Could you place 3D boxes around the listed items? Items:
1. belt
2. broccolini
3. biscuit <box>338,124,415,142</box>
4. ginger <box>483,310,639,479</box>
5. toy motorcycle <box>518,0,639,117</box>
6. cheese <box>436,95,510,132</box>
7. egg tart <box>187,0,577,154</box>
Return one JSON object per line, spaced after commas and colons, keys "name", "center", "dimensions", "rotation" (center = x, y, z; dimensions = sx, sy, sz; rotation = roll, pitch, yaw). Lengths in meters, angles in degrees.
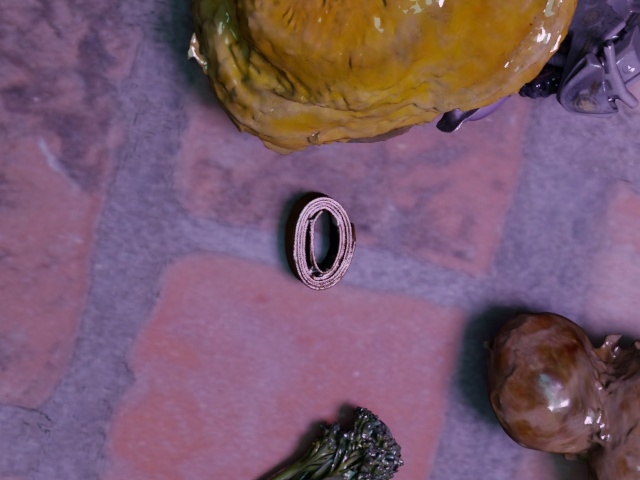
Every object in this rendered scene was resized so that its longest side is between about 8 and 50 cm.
{"name": "belt", "center": [0.000, 0.000, 1.573], "dimensions": [0.059, 0.036, 0.083], "rotation": [-1, 101, -16]}
{"name": "broccolini", "center": [-0.081, 0.302, 1.593], "dimensions": [0.392, 0.074, 0.079], "rotation": [-45, 97, -1]}
{"name": "biscuit", "center": [0.095, -0.208, 1.507], "dimensions": [0.141, 0.038, 0.290], "rotation": [20, 99, 33]}
{"name": "ginger", "center": [0.345, 0.139, 1.588], "dimensions": [0.375, 0.176, 0.256], "rotation": [-19, 87, -5]}
{"name": "toy motorcycle", "center": [0.267, -0.179, 1.540], "dimensions": [0.215, 0.122, 0.080], "rotation": [-31, 130, -2]}
{"name": "cheese", "center": [0.161, -0.171, 1.533], "dimensions": [0.042, 0.105, 0.191], "rotation": [37, 88, -19]}
{"name": "egg tart", "center": [0.041, -0.250, 1.423], "dimensions": [0.351, 0.153, 0.340], "rotation": [-5, 88, 22]}
